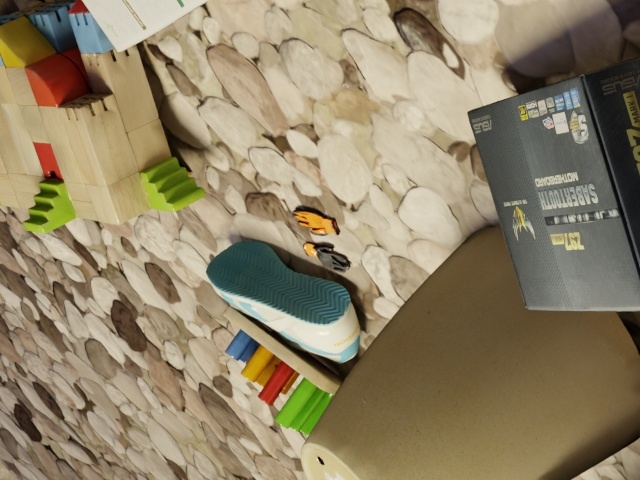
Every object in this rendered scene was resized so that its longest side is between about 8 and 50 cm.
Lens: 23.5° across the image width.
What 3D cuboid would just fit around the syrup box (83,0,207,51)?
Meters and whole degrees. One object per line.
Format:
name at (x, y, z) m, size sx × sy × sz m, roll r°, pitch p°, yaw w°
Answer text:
syrup box at (-0.148, -0.271, 1.521) m, size 0.096 × 0.093 × 0.237 m, roll 56°, pitch 151°, yaw -13°

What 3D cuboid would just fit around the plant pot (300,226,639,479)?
plant pot at (0.125, 0.167, 1.454) m, size 0.256 × 0.274 × 0.256 m, roll 41°, pitch 152°, yaw 27°

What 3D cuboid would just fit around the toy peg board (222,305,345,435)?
toy peg board at (-0.046, 0.167, 1.862) m, size 0.160 × 0.079 × 0.161 m, roll 35°, pitch 179°, yaw 23°

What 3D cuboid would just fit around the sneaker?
sneaker at (-0.048, 0.075, 1.823) m, size 0.228 × 0.087 × 0.092 m, roll 28°, pitch 151°, yaw 39°

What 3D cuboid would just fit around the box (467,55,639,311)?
box at (0.207, -0.037, 1.229) m, size 0.232 × 0.059 × 0.183 m, roll 175°, pitch 77°, yaw -74°

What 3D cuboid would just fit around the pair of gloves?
pair of gloves at (0.000, 0.000, 1.737) m, size 0.074 × 0.010 × 0.083 m, roll 20°, pitch 141°, yaw 43°

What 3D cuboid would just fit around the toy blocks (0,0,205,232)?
toy blocks at (-0.318, -0.168, 1.848) m, size 0.381 × 0.190 × 0.261 m, roll 8°, pitch 120°, yaw 51°
